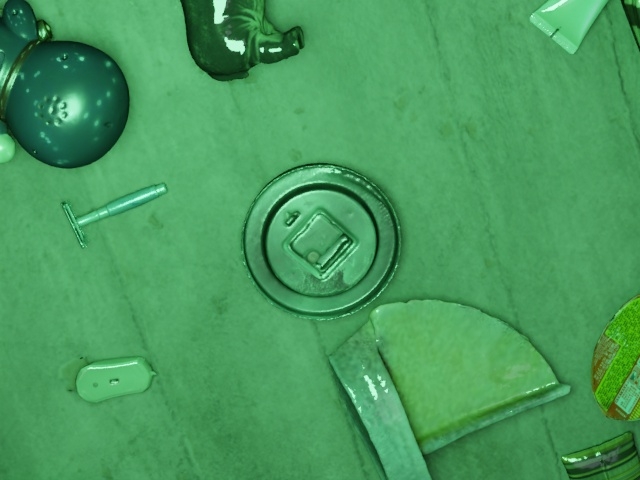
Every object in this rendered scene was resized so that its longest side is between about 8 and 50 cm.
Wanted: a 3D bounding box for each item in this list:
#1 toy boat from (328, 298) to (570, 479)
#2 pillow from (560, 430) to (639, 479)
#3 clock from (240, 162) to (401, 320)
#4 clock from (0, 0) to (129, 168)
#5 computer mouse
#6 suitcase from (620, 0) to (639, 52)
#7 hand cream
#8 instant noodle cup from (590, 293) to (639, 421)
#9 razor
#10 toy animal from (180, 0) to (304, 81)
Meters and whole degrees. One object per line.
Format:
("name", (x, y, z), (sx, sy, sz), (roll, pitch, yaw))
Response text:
("toy boat", (0.149, 0.197, 1.363), (0.293, 0.111, 0.276), (-41, 103, -6))
("pillow", (0.438, 0.387, 1.453), (0.113, 0.038, 0.203), (-22, 104, 2))
("clock", (0.000, 0.000, 1.324), (0.215, 0.042, 0.215), (-1, 105, -3))
("clock", (-0.355, -0.183, 1.206), (0.243, 0.146, 0.199), (23, 97, -2))
("computer mouse", (-0.282, 0.189, 1.359), (0.110, 0.032, 0.056), (-8, 106, -12))
("suitcase", (0.580, -0.262, 1.213), (0.351, 0.194, 0.339), (-27, 114, 3))
("hand cream", (0.362, -0.342, 1.259), (0.078, 0.050, 0.205), (35, 104, -15))
("instant noodle cup", (0.515, 0.188, 1.347), (0.212, 0.193, 0.193), (21, 102, -18))
("razor", (-0.267, -0.045, 1.300), (0.135, 0.040, 0.068), (-23, 105, -3))
("toy animal", (-0.136, -0.364, 1.193), (0.168, 0.106, 0.343), (-26, 98, 10))
